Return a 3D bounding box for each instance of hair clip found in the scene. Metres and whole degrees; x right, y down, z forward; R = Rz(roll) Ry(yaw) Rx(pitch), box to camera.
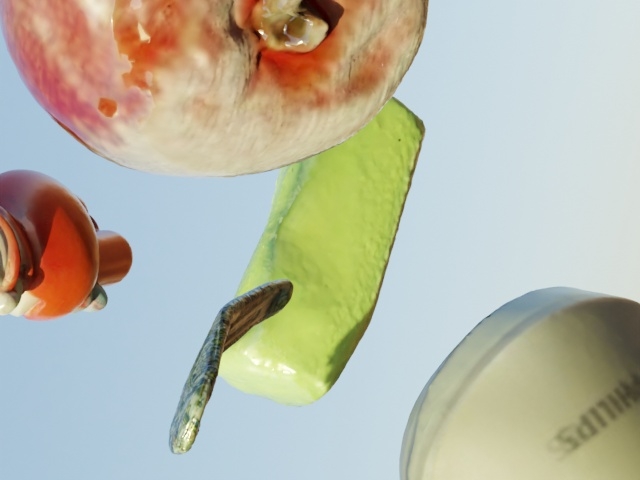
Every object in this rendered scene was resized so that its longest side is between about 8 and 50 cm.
[{"bbox_3d":[-0.069,0.081,1.447,0.229,0.036,0.066,-56,-11,-59],"label":"hair clip"}]

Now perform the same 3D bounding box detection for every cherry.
[{"bbox_3d":[-0.081,-0.201,1.528,0.335,0.326,0.291,-95,9,-67],"label":"cherry"}]

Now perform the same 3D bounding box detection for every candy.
[{"bbox_3d":[0.000,0.000,2.063,0.132,0.142,0.343,-18,48,62],"label":"candy"}]

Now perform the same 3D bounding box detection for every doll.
[{"bbox_3d":[-0.290,0.006,2.009,0.130,0.161,0.290,-36,-11,22],"label":"doll"}]

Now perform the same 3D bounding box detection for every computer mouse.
[{"bbox_3d":[0.167,0.176,0.975,0.197,0.331,0.095,-37,7,-29],"label":"computer mouse"}]
